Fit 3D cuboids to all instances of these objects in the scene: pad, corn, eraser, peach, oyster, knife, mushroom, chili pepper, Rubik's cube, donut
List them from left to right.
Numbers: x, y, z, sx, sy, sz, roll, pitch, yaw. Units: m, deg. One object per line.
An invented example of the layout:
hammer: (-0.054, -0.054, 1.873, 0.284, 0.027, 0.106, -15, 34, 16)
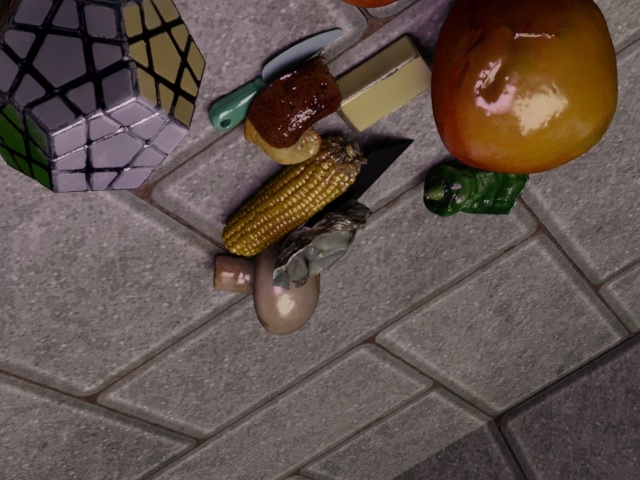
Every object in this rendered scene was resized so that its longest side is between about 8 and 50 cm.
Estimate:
Rubik's cube: (-0.312, -0.215, 1.588, 0.319, 0.319, 0.264, -7, 119, -30)
mushroom: (-0.094, 0.089, 2.316, 0.209, 0.206, 0.206, -22, 150, -6)
knife: (-0.077, -0.269, 1.931, 0.260, 0.034, 0.063, -38, 148, 10)
corn: (-0.052, -0.077, 2.172, 0.318, 0.115, 0.115, -40, 148, 23)
donut: (-0.046, -0.195, 1.978, 0.141, 0.085, 0.217, -29, 160, -24)
oyster: (0.003, 0.002, 2.193, 0.252, 0.087, 0.199, -50, 162, -12)
pad: (0.063, -0.100, 2.269, 0.245, 0.006, 0.170, -46, 167, 31)
eraser: (0.103, -0.265, 2.043, 0.172, 0.058, 0.117, -32, 151, 10)
chili pepper: (0.303, -0.103, 2.418, 0.270, 0.099, 0.136, -3, 152, -42)
peach: (0.336, -0.276, 1.977, 0.373, 0.290, 0.372, -19, 145, -14)

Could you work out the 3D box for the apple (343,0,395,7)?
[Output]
apple: (0.063, -0.427, 1.639, 0.210, 0.173, 0.235, -38, 147, 19)
